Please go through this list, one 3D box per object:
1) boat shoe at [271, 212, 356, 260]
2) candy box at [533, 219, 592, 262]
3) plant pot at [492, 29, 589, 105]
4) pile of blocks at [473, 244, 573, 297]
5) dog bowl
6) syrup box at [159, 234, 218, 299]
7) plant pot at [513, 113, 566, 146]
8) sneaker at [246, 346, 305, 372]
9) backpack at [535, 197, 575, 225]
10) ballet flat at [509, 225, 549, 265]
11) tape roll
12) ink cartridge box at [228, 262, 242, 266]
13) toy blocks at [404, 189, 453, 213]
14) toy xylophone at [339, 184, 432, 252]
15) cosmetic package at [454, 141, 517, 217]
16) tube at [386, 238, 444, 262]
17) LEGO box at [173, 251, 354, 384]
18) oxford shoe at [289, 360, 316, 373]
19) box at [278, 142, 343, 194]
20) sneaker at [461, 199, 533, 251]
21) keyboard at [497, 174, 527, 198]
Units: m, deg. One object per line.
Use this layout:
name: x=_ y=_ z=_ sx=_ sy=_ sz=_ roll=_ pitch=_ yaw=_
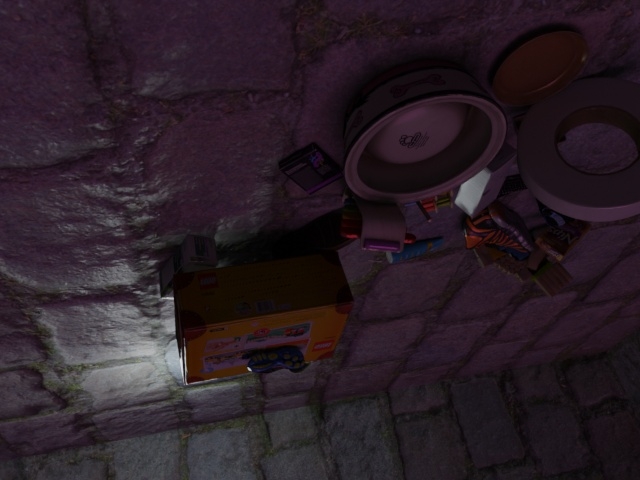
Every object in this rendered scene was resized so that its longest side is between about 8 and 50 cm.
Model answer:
boat shoe: x=0.000 y=0.000 z=1.907 sx=0.307 sy=0.111 sz=0.104 roll=-17 pitch=156 yaw=23
candy box: x=0.850 y=-0.020 z=2.146 sx=0.186 sy=0.109 sz=0.053 roll=-40 pitch=159 yaw=-22
plant pot: x=0.527 y=-0.420 z=1.484 sx=0.236 sy=0.032 sz=0.236 roll=-10 pitch=149 yaw=-6
pile of blocks: x=0.741 y=0.087 z=2.266 sx=0.362 sy=0.149 sz=0.112 roll=25 pitch=176 yaw=11
dog bowl: x=0.236 y=-0.266 z=1.502 sx=0.407 sy=0.151 sz=0.408 roll=-11 pitch=151 yaw=-6
syrup box: x=-0.406 y=0.087 z=1.873 sx=0.096 sy=0.093 sz=0.237 roll=8 pitch=143 yaw=-34
plant pot: x=0.595 y=-0.285 z=1.679 sx=0.109 sy=0.109 sz=0.096 roll=-18 pitch=162 yaw=7
sneaker: x=-0.136 y=0.367 z=1.865 sx=0.188 sy=0.067 sz=0.078 roll=-3 pitch=165 yaw=-26
backpack: x=0.796 y=-0.126 z=2.014 sx=0.158 sy=0.117 sz=0.173 roll=-25 pitch=148 yaw=17
ballet flat: x=0.807 y=0.018 z=2.285 sx=0.106 sy=0.108 sz=0.316 roll=24 pitch=134 yaw=-29
tape roll: x=0.688 y=-0.231 z=1.516 sx=0.391 sy=0.392 sz=0.072 roll=-18 pitch=150 yaw=7
ink cartridge box: x=-0.242 y=0.170 z=2.047 sx=0.176 sy=0.128 sz=0.127 roll=11 pitch=139 yaw=-35
toy blocks: x=0.330 y=-0.121 z=1.881 sx=0.148 sy=0.054 sz=0.123 roll=-16 pitch=150 yaw=3
toy xylophone: x=0.170 y=-0.073 z=1.665 sx=0.236 sy=0.323 sz=0.081 roll=9 pitch=116 yaw=-4
cosmetic package: x=0.477 y=-0.179 z=1.778 sx=0.117 sy=0.085 sz=0.231 roll=-37 pitch=156 yaw=-20
tube: x=0.335 y=0.032 z=2.159 sx=0.207 sy=0.052 sz=0.080 roll=-13 pitch=160 yaw=-15
LEGO box: x=-0.184 y=0.242 z=1.882 sx=0.499 sy=0.193 sz=0.373 roll=-7 pitch=146 yaw=-17
oxford shoe: x=-0.049 y=0.441 z=2.600 sx=0.169 sy=0.130 sz=0.449 roll=0 pitch=146 yaw=-21
box: x=-0.023 y=-0.190 z=1.638 sx=0.116 sy=0.029 sz=0.162 roll=-27 pitch=149 yaw=19
sneaker: x=0.599 y=-0.025 z=2.121 sx=0.180 sy=0.125 sz=0.321 roll=-30 pitch=136 yaw=32
keyboard: x=0.590 y=-0.166 z=1.953 sx=0.180 sy=0.023 sz=0.108 roll=-10 pitch=150 yaw=-5
